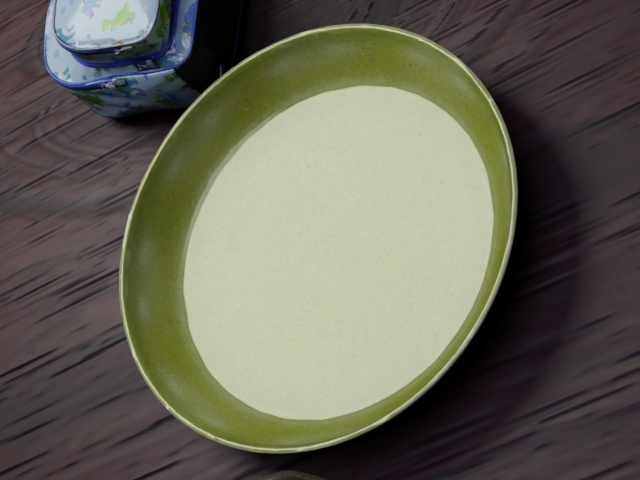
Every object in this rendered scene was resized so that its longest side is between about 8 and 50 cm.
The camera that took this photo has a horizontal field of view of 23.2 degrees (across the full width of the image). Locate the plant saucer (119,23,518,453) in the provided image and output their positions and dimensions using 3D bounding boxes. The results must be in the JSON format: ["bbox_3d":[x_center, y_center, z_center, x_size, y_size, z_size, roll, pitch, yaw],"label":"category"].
[{"bbox_3d":[0.000,0.000,0.834,0.241,0.037,0.241,-12,65,26],"label":"plant saucer"}]

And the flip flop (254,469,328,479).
[{"bbox_3d":[0.048,0.221,0.678,0.112,0.080,0.277,-39,71,-10],"label":"flip flop"}]

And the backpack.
[{"bbox_3d":[-0.112,-0.132,0.929,0.114,0.084,0.105,-10,63,31],"label":"backpack"}]
